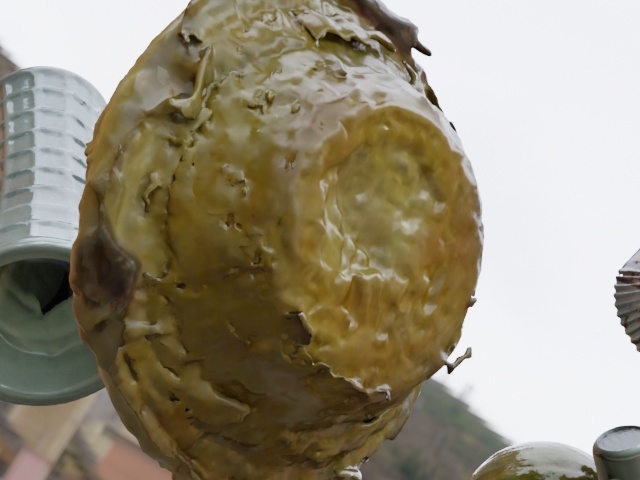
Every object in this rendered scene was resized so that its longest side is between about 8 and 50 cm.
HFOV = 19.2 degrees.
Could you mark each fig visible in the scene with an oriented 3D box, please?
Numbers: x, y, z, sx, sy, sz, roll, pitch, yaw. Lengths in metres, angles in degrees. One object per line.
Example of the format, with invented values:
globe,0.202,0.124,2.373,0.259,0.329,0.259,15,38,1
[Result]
fig,0.192,0.229,1.494,0.148,0.142,0.186,43,-38,-10

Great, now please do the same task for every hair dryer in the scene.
hair dryer,0.157,0.160,1.078,0.038,0.124,0.063,1,-65,40

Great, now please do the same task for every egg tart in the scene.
egg tart,0.000,0.000,1.006,0.116,0.295,0.295,4,-36,48

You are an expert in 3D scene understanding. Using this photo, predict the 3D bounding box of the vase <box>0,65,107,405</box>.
vase,-0.212,-0.018,1.453,0.143,0.299,0.143,-3,-57,-5

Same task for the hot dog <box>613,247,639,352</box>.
hot dog,0.291,0.030,1.476,0.108,0.191,0.059,51,-46,-1
